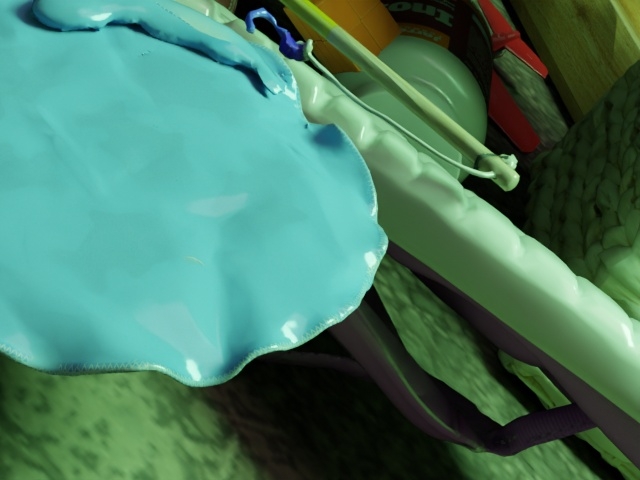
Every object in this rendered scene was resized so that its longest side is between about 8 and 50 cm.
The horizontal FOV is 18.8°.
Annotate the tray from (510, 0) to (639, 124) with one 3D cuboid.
[{"bbox_3d":[0.225,-0.157,1.434,0.203,0.076,0.411,28,27,-35],"label":"tray"}]

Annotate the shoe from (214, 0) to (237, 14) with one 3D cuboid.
[{"bbox_3d":[-0.056,-0.153,0.928,0.063,0.081,0.178,33,25,-27],"label":"shoe"}]

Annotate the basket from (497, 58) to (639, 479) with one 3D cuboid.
[{"bbox_3d":[0.301,0.022,1.003,0.331,0.266,0.328,41,23,-8],"label":"basket"}]

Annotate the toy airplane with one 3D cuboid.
[{"bbox_3d":[0.100,-0.118,1.207,0.151,0.028,0.151,38,24,-21],"label":"toy airplane"}]

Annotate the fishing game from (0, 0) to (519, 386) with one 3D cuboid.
[{"bbox_3d":[-0.072,-0.019,0.617,0.189,0.041,0.264,38,43,20],"label":"fishing game"}]

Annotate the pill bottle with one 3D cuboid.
[{"bbox_3d":[0.040,-0.069,0.943,0.086,0.086,0.152,40,22,-12],"label":"pill bottle"}]

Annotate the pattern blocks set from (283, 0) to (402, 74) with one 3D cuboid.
[{"bbox_3d":[0.002,-0.218,0.852,0.325,0.026,0.285,20,71,-56],"label":"pattern blocks set"}]

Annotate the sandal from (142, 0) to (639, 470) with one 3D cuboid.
[{"bbox_3d":[0.005,0.002,0.761,0.416,0.102,0.169,38,5,18],"label":"sandal"}]
